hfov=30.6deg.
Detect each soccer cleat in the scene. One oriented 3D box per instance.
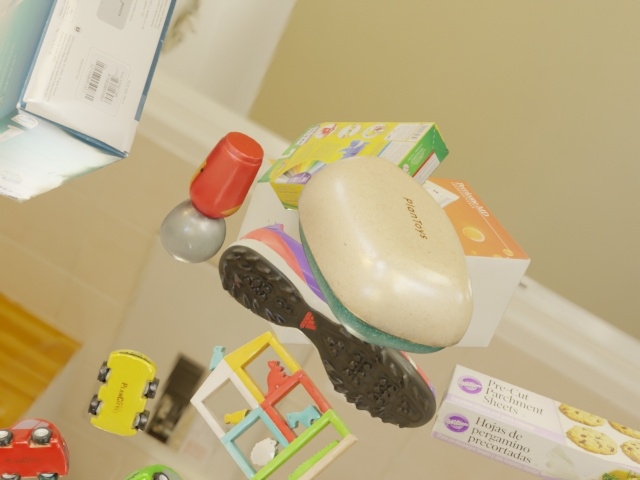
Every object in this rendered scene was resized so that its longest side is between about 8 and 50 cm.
[{"bbox_3d":[0.025,0.095,1.418,0.116,0.318,0.108,-40,-15,-50],"label":"soccer cleat"}]

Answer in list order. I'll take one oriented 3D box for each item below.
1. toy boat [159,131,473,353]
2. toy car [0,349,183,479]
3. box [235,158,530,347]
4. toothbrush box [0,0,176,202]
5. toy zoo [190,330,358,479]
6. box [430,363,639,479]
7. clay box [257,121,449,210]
[{"bbox_3d":[0.000,0.000,1.209,0.148,0.318,0.267,-56,26,29],"label":"toy boat"},{"bbox_3d":[-0.211,0.232,1.236,0.239,0.225,0.053,-34,20,20],"label":"toy car"},{"bbox_3d":[0.084,0.023,1.673,0.215,0.345,0.168,58,135,47],"label":"box"},{"bbox_3d":[-0.293,-0.179,1.263,0.295,0.126,0.216,-14,57,53],"label":"toothbrush box"},{"bbox_3d":[-0.097,0.296,2.045,0.192,0.293,0.030,-41,-19,6],"label":"toy zoo"},{"bbox_3d":[0.285,0.231,1.281,0.067,0.324,0.063,-61,-11,-52],"label":"box"},{"bbox_3d":[0.036,-0.091,1.457,0.222,0.053,0.127,5,45,47],"label":"clay box"}]
